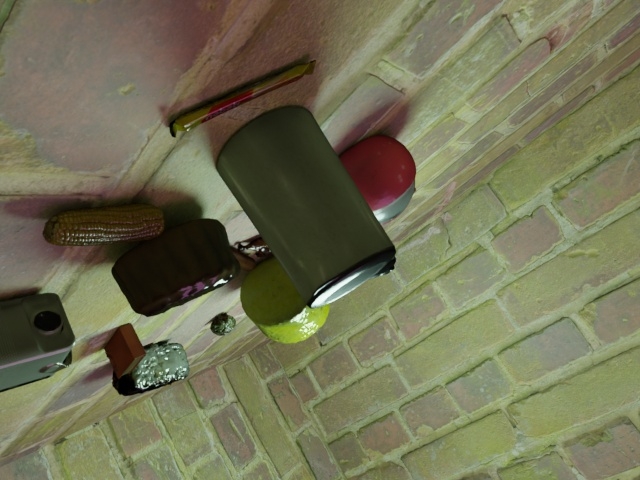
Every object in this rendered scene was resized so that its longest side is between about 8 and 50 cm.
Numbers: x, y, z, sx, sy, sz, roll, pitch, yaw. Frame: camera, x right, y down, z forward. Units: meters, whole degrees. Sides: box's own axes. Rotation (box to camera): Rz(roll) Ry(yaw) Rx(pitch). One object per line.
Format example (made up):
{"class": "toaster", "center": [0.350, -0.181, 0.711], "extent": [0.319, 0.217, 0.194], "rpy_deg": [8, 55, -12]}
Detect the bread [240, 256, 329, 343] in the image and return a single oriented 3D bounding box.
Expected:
{"class": "bread", "center": [-0.148, 0.231, 1.835], "extent": [0.348, 0.348, 0.308], "rpy_deg": [-34, 160, 2]}

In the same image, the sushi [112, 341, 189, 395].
{"class": "sushi", "center": [-0.722, 0.545, 1.973], "extent": [0.181, 0.197, 0.343], "rpy_deg": [-19, 169, 30]}

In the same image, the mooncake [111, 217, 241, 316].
{"class": "mooncake", "center": [-0.340, 0.071, 1.107], "extent": [0.290, 0.161, 0.290], "rpy_deg": [-27, 178, -1]}

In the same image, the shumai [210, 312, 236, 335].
{"class": "shumai", "center": [-0.469, 0.393, 2.186], "extent": [0.123, 0.099, 0.087], "rpy_deg": [-30, 150, -19]}

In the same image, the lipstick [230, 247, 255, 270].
{"class": "lipstick", "center": [-0.286, 0.056, 1.488], "extent": [0.057, 0.057, 0.357], "rpy_deg": [-34, 166, 2]}

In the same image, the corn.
{"class": "corn", "center": [-0.406, -0.032, 0.881], "extent": [0.080, 0.080, 0.231], "rpy_deg": [-41, 162, 30]}

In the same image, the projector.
{"class": "projector", "center": [-0.670, 0.226, 0.999], "extent": [0.242, 0.164, 0.177], "rpy_deg": [-8, 152, -51]}

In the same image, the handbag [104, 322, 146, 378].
{"class": "handbag", "center": [-0.681, 0.385, 1.585], "extent": [0.062, 0.127, 0.190], "rpy_deg": [-18, 161, -48]}

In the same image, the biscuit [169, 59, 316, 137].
{"class": "biscuit", "center": [-0.136, -0.258, 0.816], "extent": [0.291, 0.026, 0.048], "rpy_deg": [-29, -175, -14]}

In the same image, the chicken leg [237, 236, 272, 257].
{"class": "chicken leg", "center": [-0.206, 0.023, 1.572], "extent": [0.089, 0.048, 0.219], "rpy_deg": [-38, 166, 8]}

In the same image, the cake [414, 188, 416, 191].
{"class": "cake", "center": [0.309, -0.191, 1.905], "extent": [0.135, 0.098, 0.287], "rpy_deg": [-39, 170, 27]}

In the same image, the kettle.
{"class": "kettle", "center": [0.000, -0.066, 1.036], "extent": [0.250, 0.377, 0.361], "rpy_deg": [-40, 164, 25]}

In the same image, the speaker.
{"class": "speaker", "center": [0.155, -0.185, 1.408], "extent": [0.294, 0.294, 0.294], "rpy_deg": [-31, 166, -9]}
